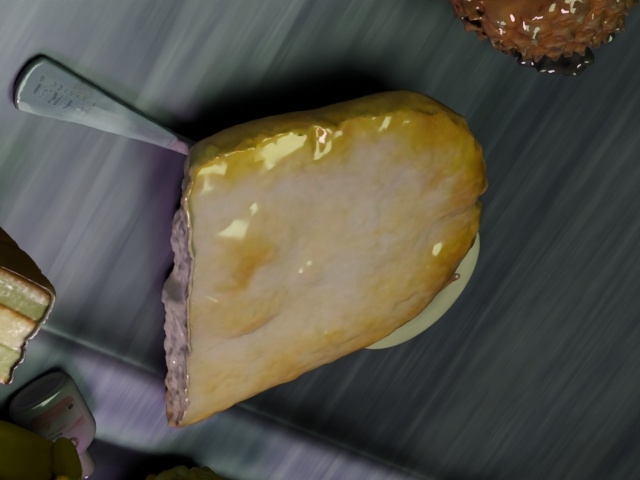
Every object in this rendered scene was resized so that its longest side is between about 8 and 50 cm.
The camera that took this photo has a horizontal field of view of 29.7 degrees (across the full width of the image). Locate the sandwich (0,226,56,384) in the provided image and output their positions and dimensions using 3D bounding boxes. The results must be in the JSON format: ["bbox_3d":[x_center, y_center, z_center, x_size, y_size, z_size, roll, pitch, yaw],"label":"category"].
[{"bbox_3d":[-0.366,0.040,1.101,0.187,0.144,0.117,15,110,-49],"label":"sandwich"}]

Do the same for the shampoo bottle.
[{"bbox_3d":[-0.300,0.221,1.401,0.080,0.040,0.165,-34,139,-18],"label":"shampoo bottle"}]

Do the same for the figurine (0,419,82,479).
[{"bbox_3d":[-0.392,0.335,1.294,0.218,0.169,0.327,27,91,-7],"label":"figurine"}]

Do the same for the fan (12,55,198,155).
[{"bbox_3d":[-0.193,-0.115,1.225,0.282,0.023,0.057,23,101,-49],"label":"fan"}]

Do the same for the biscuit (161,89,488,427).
[{"bbox_3d":[-0.001,-0.001,1.417,0.446,0.104,0.429,-22,139,-19],"label":"biscuit"}]

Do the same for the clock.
[{"bbox_3d":[0.120,0.049,1.654,0.235,0.029,0.235,-24,138,-24],"label":"clock"}]

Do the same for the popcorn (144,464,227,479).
[{"bbox_3d":[-0.190,0.395,1.550,0.221,0.183,0.204,-47,157,-21],"label":"popcorn"}]

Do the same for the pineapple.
[{"bbox_3d":[0.269,-0.285,1.381,0.223,0.223,0.357,-52,158,6],"label":"pineapple"}]
